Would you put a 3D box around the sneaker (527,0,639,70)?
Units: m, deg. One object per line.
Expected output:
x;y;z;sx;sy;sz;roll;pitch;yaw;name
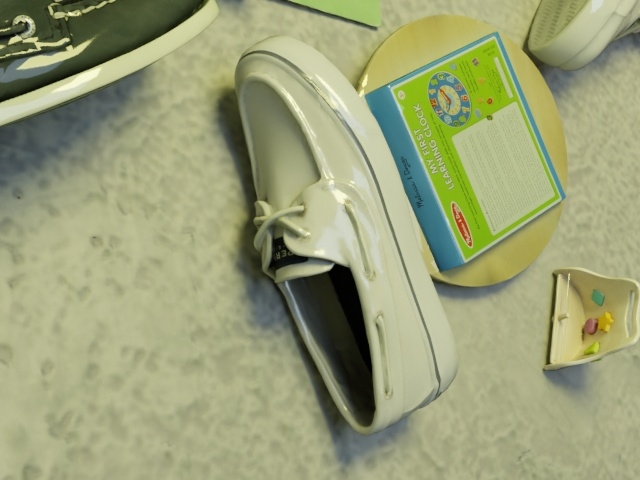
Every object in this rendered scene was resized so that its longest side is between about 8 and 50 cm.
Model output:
0.296;-0.207;1.063;0.169;0.108;0.292;45;56;-15;sneaker

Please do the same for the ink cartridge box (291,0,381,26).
-0.040;-0.258;0.868;0.235;0.056;0.171;8;73;-32;ink cartridge box

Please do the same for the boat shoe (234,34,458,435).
0.000;0.000;0.812;0.088;0.096;0.267;-32;106;-41;boat shoe

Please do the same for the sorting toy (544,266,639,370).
0.216;0.061;0.959;0.045;0.075;0.083;21;68;-30;sorting toy

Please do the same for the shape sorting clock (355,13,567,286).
0.106;-0.068;0.932;0.206;0.040;0.206;7;78;-36;shape sorting clock

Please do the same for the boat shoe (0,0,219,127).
-0.206;-0.109;0.666;0.340;0.127;0.113;-28;108;-28;boat shoe
